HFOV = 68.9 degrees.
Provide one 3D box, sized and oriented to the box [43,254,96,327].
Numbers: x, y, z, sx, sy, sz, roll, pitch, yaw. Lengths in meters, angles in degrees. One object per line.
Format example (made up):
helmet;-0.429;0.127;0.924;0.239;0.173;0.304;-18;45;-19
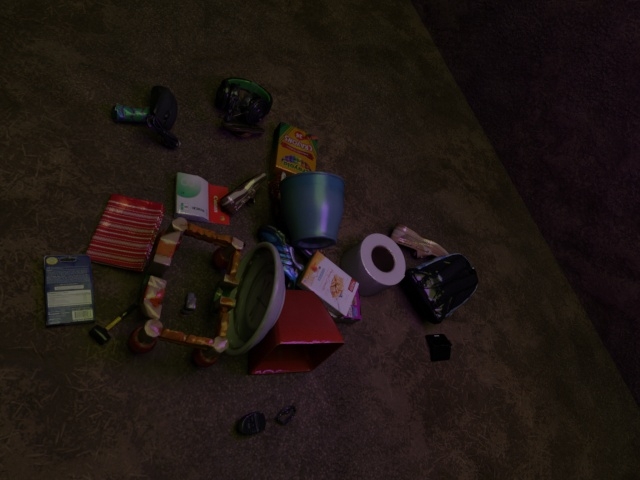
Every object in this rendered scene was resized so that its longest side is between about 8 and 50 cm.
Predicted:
box;-0.796;0.156;1.479;0.136;0.036;0.225;-1;69;-34

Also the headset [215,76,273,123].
headset;-0.343;-0.632;2.061;0.243;0.185;0.394;25;40;-6

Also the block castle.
block castle;-0.447;0.175;1.583;0.303;0.213;0.453;20;56;-25

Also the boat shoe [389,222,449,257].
boat shoe;0.497;0.031;2.346;0.341;0.121;0.110;28;91;-15

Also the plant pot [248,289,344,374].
plant pot;-0.111;0.325;1.713;0.267;0.267;0.235;7;51;-30

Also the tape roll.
tape roll;0.232;0.111;2.083;0.246;0.169;0.246;15;60;-27

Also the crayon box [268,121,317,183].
crayon box;-0.123;-0.376;2.159;0.202;0.081;0.318;17;59;-25

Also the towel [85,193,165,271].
towel;-0.677;-0.033;1.629;0.199;0.031;0.274;13;59;-9

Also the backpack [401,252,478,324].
backpack;0.585;0.204;2.235;0.356;0.273;0.290;-30;82;-17

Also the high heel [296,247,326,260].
high heel;0.000;0.000;2.053;0.186;0.093;0.261;46;50;-16

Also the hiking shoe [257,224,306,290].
hiking shoe;-0.168;0.072;1.880;0.132;0.113;0.304;-35;88;-40

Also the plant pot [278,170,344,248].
plant pot;-0.029;-0.106;1.882;0.272;0.272;0.255;7;71;-30

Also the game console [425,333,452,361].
game console;0.551;0.501;2.192;0.122;0.071;0.107;4;35;-32

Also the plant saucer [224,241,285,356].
plant saucer;-0.217;0.206;1.600;0.101;0.400;0.400;23;56;-28

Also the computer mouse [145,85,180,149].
computer mouse;-0.618;-0.519;1.874;0.188;0.072;0.272;51;24;-57

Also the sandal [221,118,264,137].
sandal;-0.347;-0.494;2.090;0.090;0.060;0.219;43;29;28

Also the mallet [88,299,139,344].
mallet;-0.653;0.265;1.521;0.062;0.039;0.190;51;47;1

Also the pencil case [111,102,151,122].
pencil case;-0.736;-0.499;1.835;0.152;0.064;0.070;-5;96;-35

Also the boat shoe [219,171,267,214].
boat shoe;-0.308;-0.191;1.950;0.257;0.095;0.095;-42;108;-35

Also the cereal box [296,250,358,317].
cereal box;0.034;0.178;1.898;0.240;0.047;0.173;38;52;-16

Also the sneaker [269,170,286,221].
sneaker;-0.164;-0.190;2.036;0.093;0.088;0.225;3;81;-40

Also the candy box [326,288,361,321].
candy box;0.053;0.257;1.956;0.233;0.071;0.159;12;61;-29

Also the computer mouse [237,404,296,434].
computer mouse;-0.187;0.627;1.639;0.242;0.041;0.071;1;75;-40

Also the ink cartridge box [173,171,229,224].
ink cartridge box;-0.464;-0.163;1.849;0.225;0.056;0.181;7;64;-28
